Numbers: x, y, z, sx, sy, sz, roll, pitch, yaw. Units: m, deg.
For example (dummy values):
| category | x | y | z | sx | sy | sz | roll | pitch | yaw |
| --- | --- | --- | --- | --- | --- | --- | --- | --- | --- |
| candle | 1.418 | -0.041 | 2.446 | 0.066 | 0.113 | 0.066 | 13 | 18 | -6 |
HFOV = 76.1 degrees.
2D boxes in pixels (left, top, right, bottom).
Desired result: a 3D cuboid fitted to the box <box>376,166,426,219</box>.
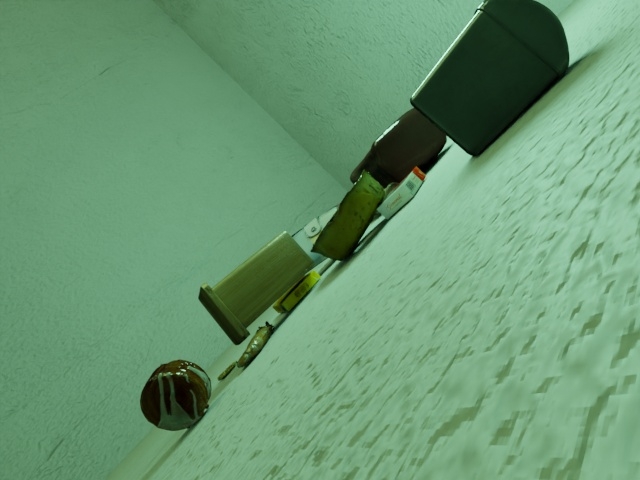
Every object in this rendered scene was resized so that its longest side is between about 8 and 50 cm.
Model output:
| category | x | y | z | sx | sy | sz | roll | pitch | yaw |
| --- | --- | --- | --- | --- | --- | --- | --- | --- | --- |
| box | 0.215 | -0.127 | 1.075 | 0.100 | 0.048 | 0.152 | -43 | 4 | 37 |

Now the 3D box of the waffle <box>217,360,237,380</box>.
| category | x | y | z | sx | sy | sz | roll | pitch | yaw |
| --- | --- | --- | --- | --- | --- | --- | --- | --- | --- |
| waffle | -0.300 | 0.418 | 1.305 | 0.078 | 0.016 | 0.085 | -41 | -2 | -46 |

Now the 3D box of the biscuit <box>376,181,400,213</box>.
| category | x | y | z | sx | sy | sz | roll | pitch | yaw |
| --- | --- | --- | --- | --- | --- | --- | --- | --- | --- |
| biscuit | 0.199 | -0.126 | 1.297 | 0.219 | 0.061 | 0.055 | 138 | 139 | -69 |

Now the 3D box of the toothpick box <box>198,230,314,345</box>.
| category | x | y | z | sx | sy | sz | roll | pitch | yaw |
| --- | --- | --- | --- | --- | --- | --- | --- | --- | --- |
| toothpick box | -0.184 | 0.132 | 1.222 | 0.308 | 0.190 | 0.187 | -41 | -4 | -27 |

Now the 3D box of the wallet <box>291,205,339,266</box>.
| category | x | y | z | sx | sy | sz | roll | pitch | yaw |
| --- | --- | --- | --- | --- | --- | --- | --- | --- | --- |
| wallet | 0.000 | 0.000 | 1.401 | 0.231 | 0.170 | 0.069 | -35 | -34 | 15 |

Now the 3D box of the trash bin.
| category | x | y | z | sx | sy | sz | roll | pitch | yaw |
| --- | --- | --- | --- | --- | --- | --- | --- | --- | --- |
| trash bin | 0.290 | -0.284 | 0.702 | 0.236 | 0.176 | 0.101 | -50 | 0 | 18 |

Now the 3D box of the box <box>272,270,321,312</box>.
| category | x | y | z | sx | sy | sz | roll | pitch | yaw |
| --- | --- | --- | --- | --- | --- | --- | --- | --- | --- |
| box | -0.087 | 0.179 | 1.392 | 0.152 | 0.043 | 0.269 | -44 | 2 | -18 |

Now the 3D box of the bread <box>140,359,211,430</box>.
| category | x | y | z | sx | sy | sz | roll | pitch | yaw |
| --- | --- | --- | --- | --- | --- | --- | --- | --- | --- |
| bread | -0.339 | 0.365 | 0.965 | 0.160 | 0.160 | 0.073 | -46 | 14 | 7 |

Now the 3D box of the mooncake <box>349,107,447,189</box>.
| category | x | y | z | sx | sy | sz | roll | pitch | yaw |
| --- | --- | --- | --- | --- | --- | --- | --- | --- | --- |
| mooncake | 0.253 | -0.267 | 1.329 | 0.326 | 0.174 | 0.334 | -42 | 1 | 36 |

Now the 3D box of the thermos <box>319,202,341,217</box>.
| category | x | y | z | sx | sy | sz | roll | pitch | yaw |
| --- | --- | --- | --- | --- | --- | --- | --- | --- | --- |
| thermos | 0.099 | -0.073 | 1.492 | 0.265 | 0.146 | 0.176 | -41 | -22 | 16 |

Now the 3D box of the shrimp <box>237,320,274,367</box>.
| category | x | y | z | sx | sy | sz | roll | pitch | yaw |
| --- | --- | --- | --- | --- | --- | --- | --- | --- | --- |
| shrimp | -0.172 | 0.273 | 1.099 | 0.091 | 0.043 | 0.184 | -49 | 0 | 33 |

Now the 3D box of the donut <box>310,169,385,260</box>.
| category | x | y | z | sx | sy | sz | roll | pitch | yaw |
| --- | --- | --- | --- | --- | --- | --- | --- | --- | --- |
| donut | 0.085 | -0.056 | 1.113 | 0.272 | 0.107 | 0.272 | -58 | -2 | -3 |
